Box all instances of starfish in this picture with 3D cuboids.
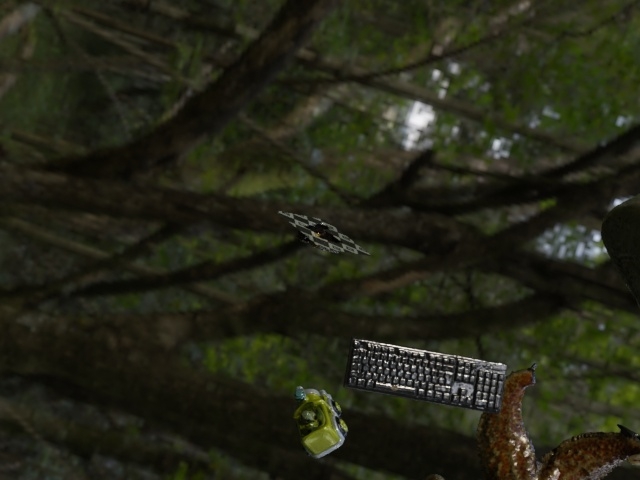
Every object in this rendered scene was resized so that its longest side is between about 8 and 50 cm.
[{"bbox_3d":[0.282,0.329,1.587,0.303,0.312,0.113,-41,-177,12],"label":"starfish"}]

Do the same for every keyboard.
[{"bbox_3d":[0.126,0.161,1.523,0.010,0.198,0.064,153,-53,-76],"label":"keyboard"}]

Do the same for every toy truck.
[{"bbox_3d":[-0.011,0.273,1.972,0.077,0.076,0.111,48,14,-41],"label":"toy truck"}]

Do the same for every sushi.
[{"bbox_3d":[0.000,0.000,1.983,0.120,0.126,0.026,11,111,-46],"label":"sushi"}]

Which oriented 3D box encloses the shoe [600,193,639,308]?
[{"bbox_3d":[0.366,0.012,1.081,0.210,0.132,0.342,-32,151,10],"label":"shoe"}]
